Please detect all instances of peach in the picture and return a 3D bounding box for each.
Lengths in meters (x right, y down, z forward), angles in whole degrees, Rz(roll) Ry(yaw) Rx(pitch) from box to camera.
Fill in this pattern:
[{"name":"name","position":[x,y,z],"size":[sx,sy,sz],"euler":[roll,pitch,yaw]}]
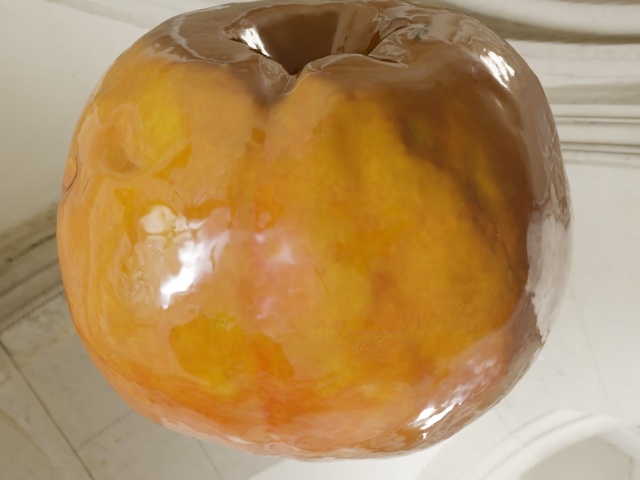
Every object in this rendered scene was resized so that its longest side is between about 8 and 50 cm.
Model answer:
[{"name":"peach","position":[0.000,0.000,0.663],"size":[0.342,0.342,0.302],"euler":[-21,-58,-38]}]
